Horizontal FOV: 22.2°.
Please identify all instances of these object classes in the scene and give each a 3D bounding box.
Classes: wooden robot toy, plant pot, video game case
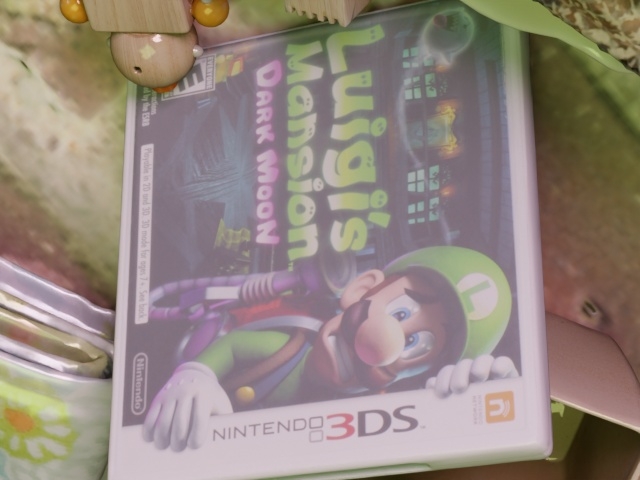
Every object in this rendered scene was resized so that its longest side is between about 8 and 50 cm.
[{"bbox_3d":[-0.058,-0.098,0.657,0.173,0.076,0.079,4,131,15],"label":"wooden robot toy"},{"bbox_3d":[0.074,0.080,0.686,0.109,0.096,0.109,21,118,6],"label":"plant pot"},{"bbox_3d":[0.000,0.000,0.638,0.173,0.190,0.022,-9,155,20],"label":"video game case"}]

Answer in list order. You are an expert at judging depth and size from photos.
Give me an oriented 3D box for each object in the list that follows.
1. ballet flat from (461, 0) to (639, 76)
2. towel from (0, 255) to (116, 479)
[{"bbox_3d":[0.151,-0.095,0.555,0.483,0.164,0.182,35,156,3],"label":"ballet flat"},{"bbox_3d":[-0.282,0.124,0.817,0.321,0.090,0.374,28,120,3],"label":"towel"}]
